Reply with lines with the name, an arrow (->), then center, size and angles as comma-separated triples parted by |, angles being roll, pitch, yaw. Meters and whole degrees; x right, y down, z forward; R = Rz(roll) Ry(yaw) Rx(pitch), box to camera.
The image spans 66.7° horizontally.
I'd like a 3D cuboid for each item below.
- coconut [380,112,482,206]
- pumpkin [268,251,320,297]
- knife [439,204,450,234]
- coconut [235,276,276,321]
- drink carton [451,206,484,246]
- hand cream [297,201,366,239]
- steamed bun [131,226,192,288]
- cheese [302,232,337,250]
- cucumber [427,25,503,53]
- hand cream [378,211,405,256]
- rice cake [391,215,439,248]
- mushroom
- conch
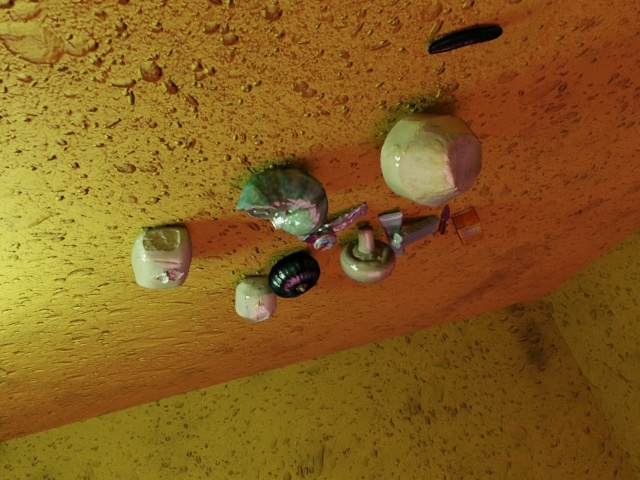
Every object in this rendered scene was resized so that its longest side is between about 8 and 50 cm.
coconut -> 0.279, -0.218, 1.277 | 0.259, 0.259, 0.259 | -15, 155, -7
pumpkin -> -0.094, 0.133, 1.798 | 0.202, 0.140, 0.202 | -28, 153, -16
knife -> 0.491, -0.079, 1.918 | 0.035, 0.018, 0.247 | -16, 154, 1
coconut -> -0.245, 0.236, 1.859 | 0.171, 0.171, 0.183 | -6, 108, -25
drink carton -> 0.603, -0.052, 1.987 | 0.096, 0.071, 0.223 | -24, 153, 14
hand cream -> 0.042, -0.056, 1.637 | 0.257, 0.050, 0.084 | -21, 152, -1
steamed bun -> -0.462, 0.072, 1.431 | 0.170, 0.153, 0.239 | -4, 149, -26
cheese -> 0.000, 0.000, 1.611 | 0.145, 0.038, 0.095 | 14, 132, -45
cucumber -> 0.315, -0.439, 1.058 | 0.184, 0.033, 0.036 | -15, 130, -7
hand cream -> 0.282, -0.027, 1.853 | 0.085, 0.058, 0.331 | -8, 151, 11
rice cake -> 0.358, -0.030, 1.832 | 0.226, 0.040, 0.085 | -22, 146, -33
mushroom -> 0.173, 0.042, 1.783 | 0.207, 0.207, 0.215 | -12, 121, -12
conch -> -0.084, -0.102, 1.331 | 0.220, 0.195, 0.277 | -19, 180, 26
